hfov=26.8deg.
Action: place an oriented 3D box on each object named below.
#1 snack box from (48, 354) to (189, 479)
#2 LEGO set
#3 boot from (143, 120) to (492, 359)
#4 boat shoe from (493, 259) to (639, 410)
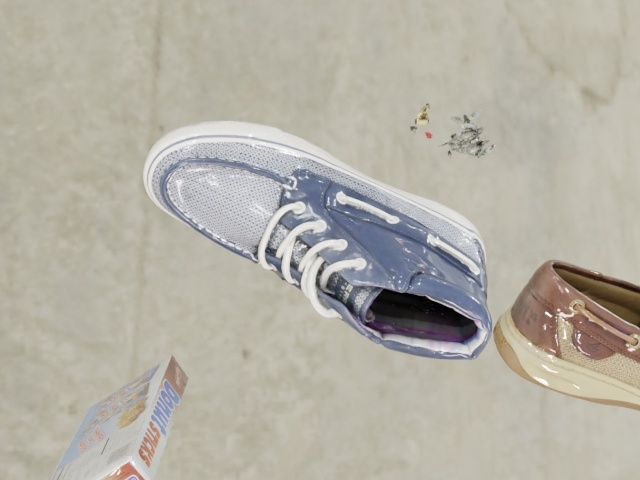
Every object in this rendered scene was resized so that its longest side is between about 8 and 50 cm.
[{"bbox_3d":[-0.112,0.111,0.740,0.022,0.064,0.178,56,7,-9],"label":"snack box"},{"bbox_3d":[0.123,-0.094,1.222,0.023,0.083,0.054,-99,-164,-53],"label":"LEGO set"},{"bbox_3d":[0.000,0.000,0.680,0.086,0.190,0.069,-90,-162,-60],"label":"boot"},{"bbox_3d":[0.333,0.091,1.227,0.342,0.123,0.123,16,31,-13],"label":"boat shoe"}]
